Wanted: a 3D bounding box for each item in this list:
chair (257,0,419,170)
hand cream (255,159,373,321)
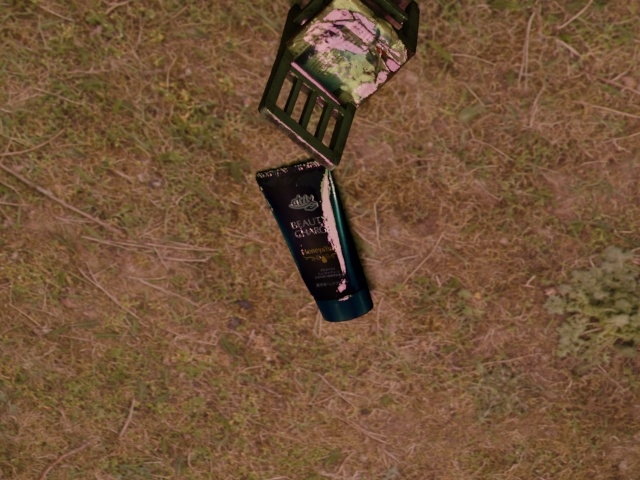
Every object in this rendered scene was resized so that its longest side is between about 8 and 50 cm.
[{"bbox_3d":[0.031,-0.243,1.890,0.136,0.270,0.147,39,123,-19],"label":"chair"},{"bbox_3d":[0.000,0.000,2.217,0.120,0.061,0.271,-11,117,21],"label":"hand cream"}]
